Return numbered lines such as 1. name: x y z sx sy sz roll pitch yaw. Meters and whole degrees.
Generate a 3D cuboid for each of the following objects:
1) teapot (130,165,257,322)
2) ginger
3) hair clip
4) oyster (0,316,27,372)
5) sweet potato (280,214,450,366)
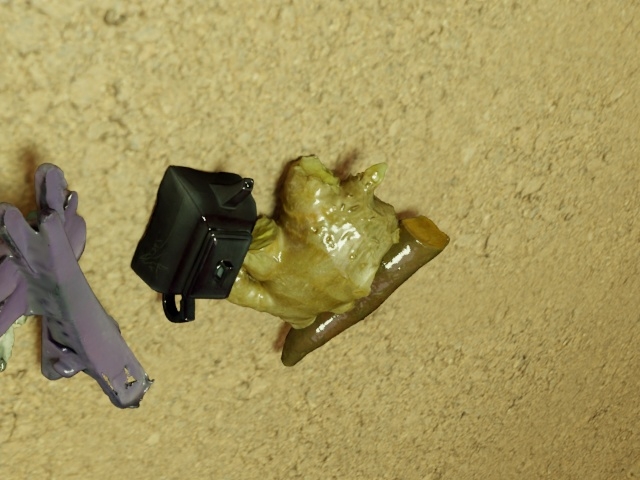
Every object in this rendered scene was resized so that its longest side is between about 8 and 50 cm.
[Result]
1. teapot: -0.109 0.008 0.801 0.087 0.096 0.177 5 121 -42
2. ginger: 0.000 0.000 0.882 0.157 0.102 0.216 32 108 -22
3. hair clip: -0.232 0.054 0.732 0.137 0.090 0.278 -50 147 -32
4. oyster: -0.328 0.062 0.717 0.106 0.061 0.200 -58 145 -16
5. sweet potato: 0.040 0.053 0.988 0.243 0.077 0.077 -39 141 8
